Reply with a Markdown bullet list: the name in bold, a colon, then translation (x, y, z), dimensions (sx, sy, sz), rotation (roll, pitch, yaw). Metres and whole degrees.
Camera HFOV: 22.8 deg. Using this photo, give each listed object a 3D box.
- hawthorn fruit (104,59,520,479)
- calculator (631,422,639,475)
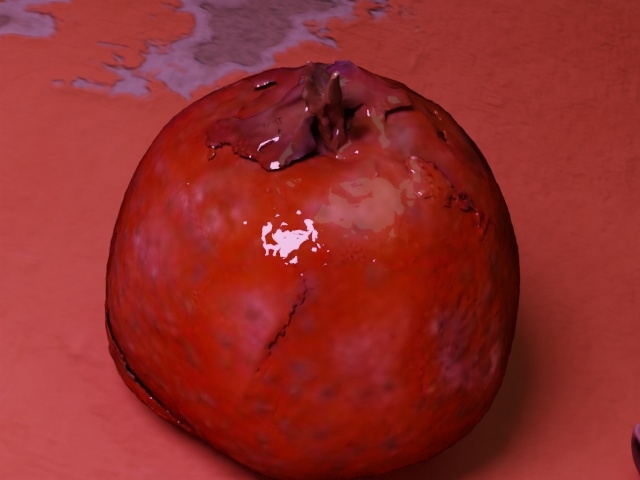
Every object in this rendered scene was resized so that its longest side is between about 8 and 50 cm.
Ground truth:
- **hawthorn fruit**: translation (0.000, 0.000, 0.987), dimensions (0.276, 0.307, 0.276), rotation (5, 51, -6)
- **calculator**: translation (0.364, 0.220, 1.044), dimensions (0.220, 0.048, 0.329), rotation (-16, 48, -37)
